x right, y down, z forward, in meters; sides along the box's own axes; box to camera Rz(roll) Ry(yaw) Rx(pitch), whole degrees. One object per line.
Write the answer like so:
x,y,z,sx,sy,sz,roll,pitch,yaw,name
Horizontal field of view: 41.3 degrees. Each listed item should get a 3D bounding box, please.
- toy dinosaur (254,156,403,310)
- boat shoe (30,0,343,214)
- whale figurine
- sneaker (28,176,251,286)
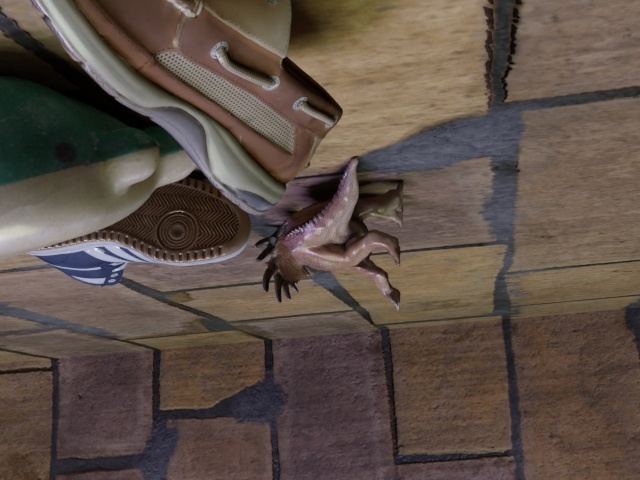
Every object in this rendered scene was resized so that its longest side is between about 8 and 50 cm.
0.000,0.000,1.043,0.200,0.127,0.295,2,161,6,toy dinosaur
-0.081,-0.134,0.514,0.116,0.123,0.324,-39,151,4,boat shoe
-0.222,-0.072,0.718,0.216,0.141,0.272,-14,-172,37,whale figurine
-0.208,-0.004,0.991,0.282,0.099,0.153,2,162,8,sneaker
